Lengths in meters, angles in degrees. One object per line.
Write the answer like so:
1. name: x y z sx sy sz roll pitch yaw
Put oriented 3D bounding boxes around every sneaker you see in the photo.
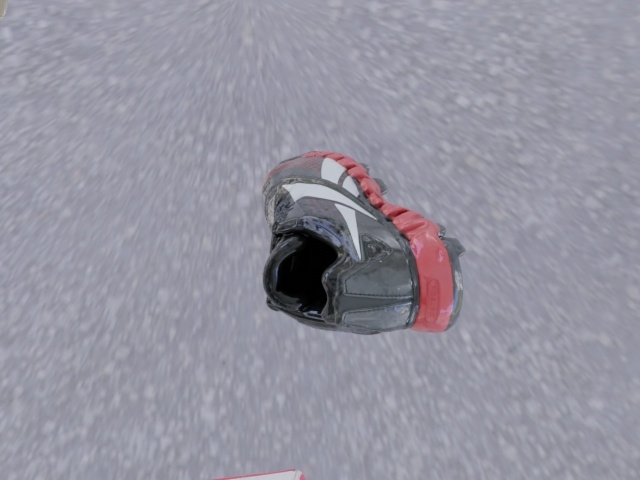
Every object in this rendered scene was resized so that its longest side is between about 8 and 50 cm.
1. sneaker: 0.000 0.000 1.552 0.135 0.276 0.097 -9 115 -24

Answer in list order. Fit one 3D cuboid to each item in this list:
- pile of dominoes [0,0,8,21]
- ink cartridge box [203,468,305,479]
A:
1. pile of dominoes: -0.305 -0.173 1.523 0.040 0.196 0.251 21 128 -25
2. ink cartridge box: -0.072 0.244 0.939 0.172 0.100 0.237 -8 110 14
